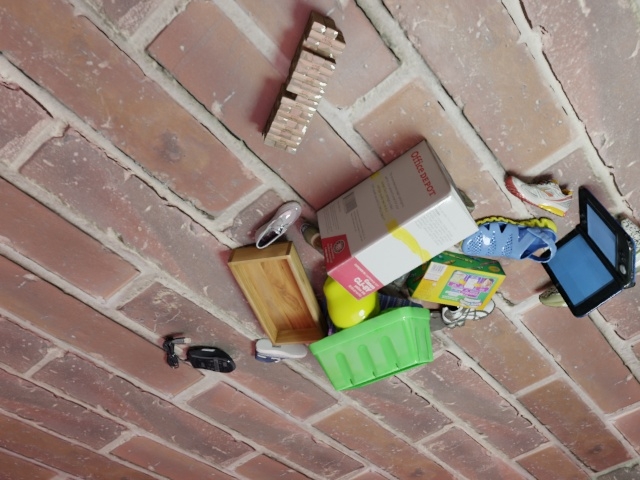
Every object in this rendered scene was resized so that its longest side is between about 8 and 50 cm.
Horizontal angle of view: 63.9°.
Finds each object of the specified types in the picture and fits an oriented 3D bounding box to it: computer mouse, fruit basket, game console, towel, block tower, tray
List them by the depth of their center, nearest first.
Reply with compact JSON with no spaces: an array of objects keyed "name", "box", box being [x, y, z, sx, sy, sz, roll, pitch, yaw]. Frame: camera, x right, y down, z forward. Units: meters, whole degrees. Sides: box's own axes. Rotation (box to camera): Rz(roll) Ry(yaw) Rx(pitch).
[{"name":"block tower","box":[-0.046,-0.370,1.259,0.091,0.097,0.335,17,126,-17]},{"name":"game console","box":[0.779,0.033,1.532,0.173,0.293,0.250,-19,127,9]},{"name":"fruit basket","box":[0.142,0.262,1.649,0.392,0.392,0.283,-35,155,20]},{"name":"tray","box":[-0.126,0.184,1.679,0.203,0.076,0.410,-8,130,16]},{"name":"towel","box":[0.165,0.279,1.774,0.336,0.040,0.243,13,123,2]},{"name":"computer mouse","box":[-0.435,0.398,1.849,0.262,0.060,0.184,3,133,7]}]

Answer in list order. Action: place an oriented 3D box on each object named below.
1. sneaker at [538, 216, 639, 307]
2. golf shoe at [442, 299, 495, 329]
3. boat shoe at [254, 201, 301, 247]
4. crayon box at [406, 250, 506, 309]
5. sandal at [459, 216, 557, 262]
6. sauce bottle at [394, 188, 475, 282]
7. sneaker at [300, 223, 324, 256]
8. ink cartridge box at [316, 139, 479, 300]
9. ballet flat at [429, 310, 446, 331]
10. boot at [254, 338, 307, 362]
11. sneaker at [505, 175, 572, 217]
[{"name":"sneaker","box":[0.887,0.066,1.701,0.410,0.158,0.182,-39,91,25]},{"name":"golf shoe","box":[0.520,0.237,1.803,0.198,0.077,0.093,-22,106,-8]},{"name":"boat shoe","box":[-0.128,-0.042,1.527,0.184,0.063,0.066,-33,124,19]},{"name":"crayon box","box":[0.448,0.130,1.709,0.279,0.081,0.165,11,126,-14]},{"name":"sandal","box":[0.596,0.007,1.594,0.318,0.138,0.126,-5,130,1]},{"name":"sauce bottle","box":[0.322,-0.006,1.571,0.111,0.111,0.344,23,122,-22]},{"name":"sneaker","box":[0.000,0.000,1.575,0.064,0.086,0.192,-49,150,1]},{"name":"ink cartridge box","box":[0.197,-0.056,1.411,0.385,0.279,0.160,-33,125,19]},{"name":"ballet flat","box":[0.344,0.292,1.850,0.250,0.058,0.084,-9,112,-5]},{"name":"boot","box":[-0.147,0.412,1.889,0.190,0.069,0.086,10,134,-3]},{"name":"sneaker","box":[0.647,-0.148,1.523,0.225,0.088,0.092,18,104,-19]}]
